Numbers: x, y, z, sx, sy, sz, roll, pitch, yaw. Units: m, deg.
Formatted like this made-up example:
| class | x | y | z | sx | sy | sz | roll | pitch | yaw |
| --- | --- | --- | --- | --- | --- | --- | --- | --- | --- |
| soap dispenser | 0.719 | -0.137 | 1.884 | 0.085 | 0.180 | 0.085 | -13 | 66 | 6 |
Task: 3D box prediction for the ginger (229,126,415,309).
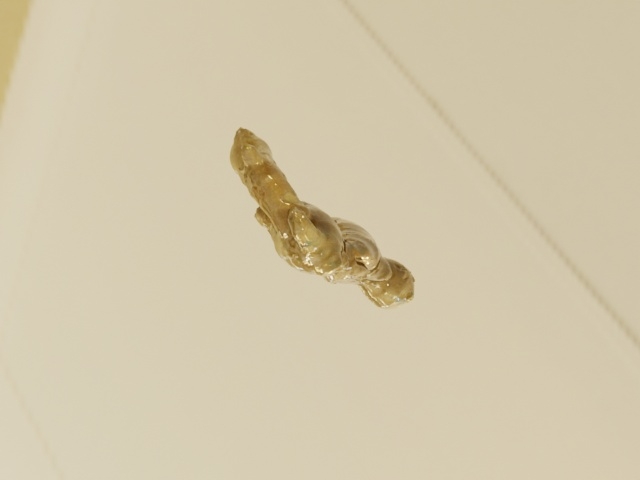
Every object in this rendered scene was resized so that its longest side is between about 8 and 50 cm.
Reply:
| class | x | y | z | sx | sy | sz | roll | pitch | yaw |
| --- | --- | --- | --- | --- | --- | --- | --- | --- | --- |
| ginger | 0.000 | 0.000 | 1.224 | 0.052 | 0.193 | 0.176 | -44 | -166 | 10 |
